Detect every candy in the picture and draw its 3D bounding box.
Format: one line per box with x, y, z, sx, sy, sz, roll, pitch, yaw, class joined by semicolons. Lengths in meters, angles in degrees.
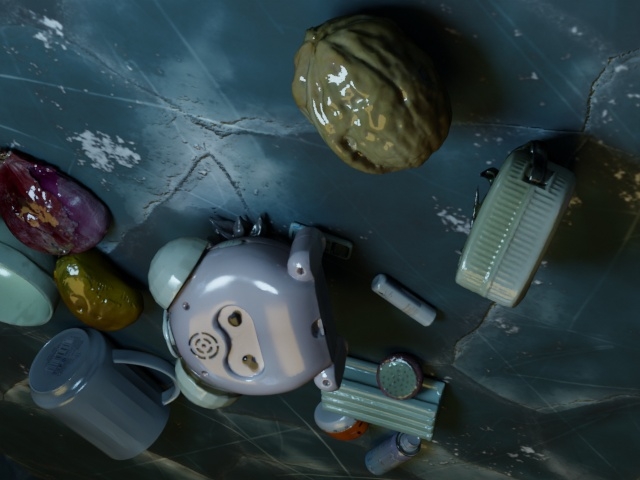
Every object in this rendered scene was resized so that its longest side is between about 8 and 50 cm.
0.170;0.290;2.040;0.103;0.103;0.043;8;-171;20;candy

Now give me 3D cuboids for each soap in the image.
0.139;0.351;2.152;0.265;0.088;0.160;14;147;12;soap

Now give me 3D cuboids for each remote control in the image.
0.000;0.000;1.779;0.124;0.018;0.053;20;147;4;remote control

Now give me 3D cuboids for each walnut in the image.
0.071;-0.195;1.293;0.198;0.198;0.245;-11;132;41;walnut

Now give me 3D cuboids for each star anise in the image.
-0.129;0.020;1.840;0.195;0.065;0.182;-2;141;29;star anise

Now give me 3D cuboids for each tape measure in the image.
0.286;-0.031;1.406;0.132;0.232;0.271;25;-173;14;tape measure

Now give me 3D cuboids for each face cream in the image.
0.187;0.530;2.401;0.075;0.075;0.229;26;148;-7;face cream

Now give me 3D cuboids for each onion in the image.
-0.574;-0.065;1.925;0.227;0.120;0.283;-11;135;34;onion

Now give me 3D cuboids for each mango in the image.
-0.490;0.109;2.097;0.155;0.151;0.249;3;145;30;mango

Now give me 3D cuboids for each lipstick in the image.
0.160;0.114;1.835;0.141;0.040;0.040;35;145;-19;lipstick

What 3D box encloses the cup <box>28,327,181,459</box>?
-0.544;0.379;2.488;0.322;0.237;0.327;-27;130;13;cup

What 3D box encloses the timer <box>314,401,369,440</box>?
0.059;0.440;2.319;0.136;0.099;0.136;26;153;15;timer

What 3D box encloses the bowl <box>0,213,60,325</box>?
-0.709;0.051;2.129;0.307;0.163;0.307;15;147;10;bowl

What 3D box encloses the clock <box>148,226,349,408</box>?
-0.136;0.145;1.757;0.325;0.184;0.342;-6;106;14;clock
